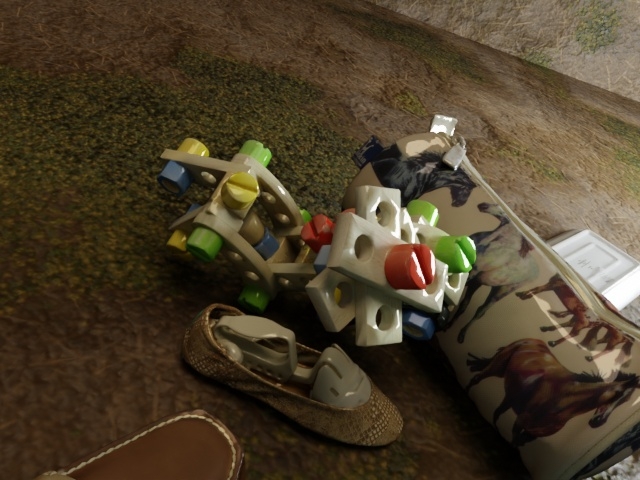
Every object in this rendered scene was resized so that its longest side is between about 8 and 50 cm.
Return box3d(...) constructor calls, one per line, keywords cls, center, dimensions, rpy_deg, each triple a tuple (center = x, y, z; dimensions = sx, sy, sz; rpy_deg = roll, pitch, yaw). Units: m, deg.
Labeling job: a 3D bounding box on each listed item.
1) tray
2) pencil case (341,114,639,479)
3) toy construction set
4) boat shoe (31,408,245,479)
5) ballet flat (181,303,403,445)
box3d(cls="tray", center=(0.365, 0.043, 0.854), dimensions=(0.270, 0.030, 0.145), rpy_deg=(-17, 49, -43))
box3d(cls="pencil case", center=(0.174, 0.046, 0.610), dimensions=(0.160, 0.183, 0.410), rpy_deg=(-2, 40, -31))
box3d(cls="toy construction set", center=(0.000, 0.000, 0.518), dimensions=(0.215, 0.151, 0.328), rpy_deg=(45, -17, -32))
box3d(cls="boat shoe", center=(-0.147, 0.186, 0.293), dimensions=(0.123, 0.119, 0.324), rpy_deg=(32, 35, 17))
box3d(cls="ballet flat", center=(-0.020, 0.111, 0.516), dimensions=(0.206, 0.067, 0.073), rpy_deg=(20, 36, 1))
